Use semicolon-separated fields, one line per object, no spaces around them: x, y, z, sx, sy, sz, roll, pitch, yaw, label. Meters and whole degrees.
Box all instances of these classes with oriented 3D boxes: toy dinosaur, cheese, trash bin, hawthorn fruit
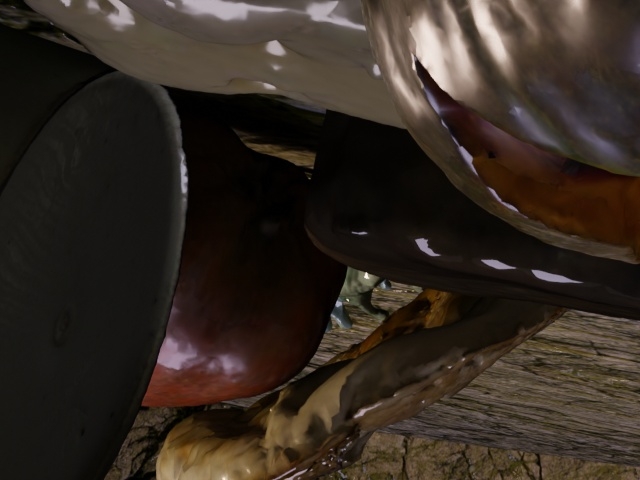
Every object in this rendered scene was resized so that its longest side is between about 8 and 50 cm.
0.049;0.004;1.245;0.129;0.076;0.383;4;157;-4;toy dinosaur
0.013;-0.097;0.615;0.263;0.093;0.159;12;169;4;cheese
-0.306;-0.020;0.768;0.432;0.280;0.280;17;171;15;trash bin
-0.106;0.031;1.067;0.199;0.199;0.251;19;139;-35;hawthorn fruit

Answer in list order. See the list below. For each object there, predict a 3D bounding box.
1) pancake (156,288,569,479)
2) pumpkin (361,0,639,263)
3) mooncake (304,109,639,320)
0.049;0.090;1.146;0.387;0.082;0.387;-30;176;-2;pancake
0.128;-0.076;0.411;0.238;0.159;0.238;1;175;0;pumpkin
0.105;-0.031;0.798;0.228;0.124;0.228;10;175;1;mooncake
